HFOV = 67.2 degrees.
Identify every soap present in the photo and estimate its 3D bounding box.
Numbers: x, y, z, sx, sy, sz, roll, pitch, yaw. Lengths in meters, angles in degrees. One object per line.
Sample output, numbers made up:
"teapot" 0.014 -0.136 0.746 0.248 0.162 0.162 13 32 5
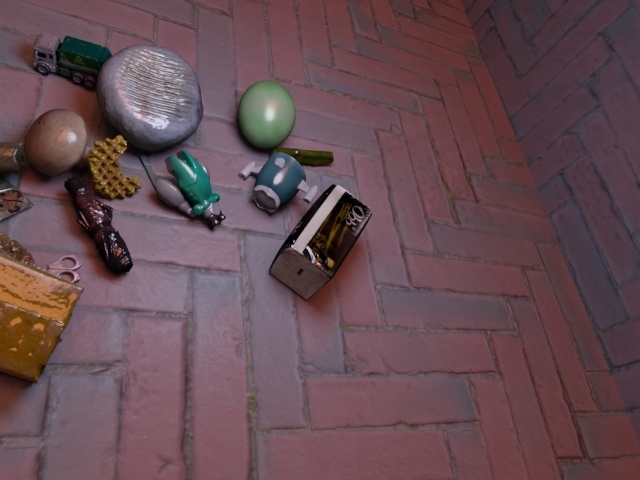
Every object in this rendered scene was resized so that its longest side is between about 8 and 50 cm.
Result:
"soap" -0.749 0.171 1.141 0.280 0.143 0.260 26 66 -20

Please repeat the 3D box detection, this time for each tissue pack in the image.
"tissue pack" 0.000 0.000 1.660 0.198 0.210 0.370 40 51 -6

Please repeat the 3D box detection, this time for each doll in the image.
"doll" -0.430 -0.160 1.577 0.194 0.153 0.259 -6 80 -52

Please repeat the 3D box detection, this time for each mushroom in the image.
"mushroom" -0.760 -0.279 1.438 0.204 0.204 0.205 14 55 -21

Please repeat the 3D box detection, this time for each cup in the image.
"cup" -0.160 -0.197 1.730 0.299 0.168 0.173 22 58 17

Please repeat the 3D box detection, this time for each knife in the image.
"knife" -0.578 -0.249 1.617 0.028 0.015 0.210 -23 73 -30

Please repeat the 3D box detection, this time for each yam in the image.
"yam" -0.956 -0.222 1.314 0.258 0.093 0.093 -6 64 -21

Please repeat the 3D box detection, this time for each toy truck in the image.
"toy truck" -0.827 -0.610 1.629 0.253 0.124 0.114 12 53 -19

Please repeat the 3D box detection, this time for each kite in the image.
"kite" -0.929 -0.120 1.323 0.249 0.012 0.230 10 47 -28

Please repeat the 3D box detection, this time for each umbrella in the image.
"umbrella" -0.648 -0.046 1.401 0.326 0.094 0.090 55 24 10

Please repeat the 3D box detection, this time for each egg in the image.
"egg" -0.204 -0.478 1.835 0.220 0.220 0.270 13 66 -22

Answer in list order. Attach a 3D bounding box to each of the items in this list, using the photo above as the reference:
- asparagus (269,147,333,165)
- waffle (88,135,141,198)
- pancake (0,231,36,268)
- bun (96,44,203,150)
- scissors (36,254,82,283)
"asparagus" -0.073 -0.334 1.921 0.277 0.067 0.060 -1 35 -34
"waffle" -0.632 -0.220 1.477 0.051 0.194 0.148 22 33 38
"pancake" -0.879 0.084 1.215 0.282 0.049 0.283 11 57 -18
"bun" -0.568 -0.473 1.620 0.361 0.211 0.363 8 74 -31
"scissors" -0.757 0.077 1.315 0.188 0.015 0.100 6 57 -23
